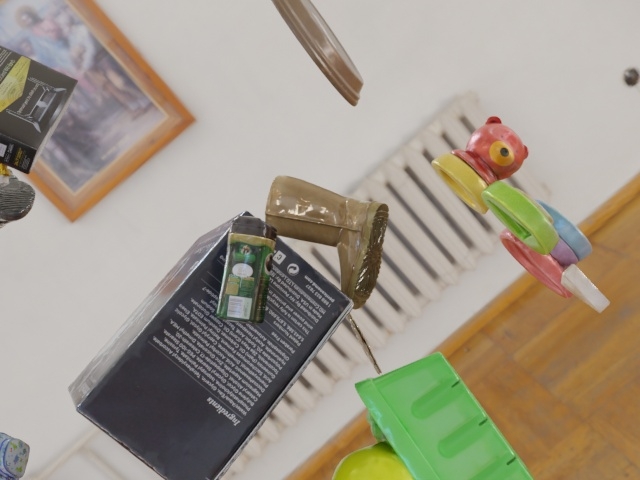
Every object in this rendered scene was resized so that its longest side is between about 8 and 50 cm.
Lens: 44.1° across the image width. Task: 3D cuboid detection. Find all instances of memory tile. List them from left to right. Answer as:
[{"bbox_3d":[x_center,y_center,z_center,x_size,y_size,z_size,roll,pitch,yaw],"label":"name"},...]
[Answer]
[{"bbox_3d":[0.100,0.238,1.845,0.012,0.148,0.113,-28,30,-4],"label":"memory tile"}]

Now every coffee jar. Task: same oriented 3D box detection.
[{"bbox_3d":[-0.127,0.051,1.374,0.096,0.079,0.184,36,-117,-78],"label":"coffee jar"}]

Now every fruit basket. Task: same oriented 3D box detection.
[{"bbox_3d":[0.160,0.424,1.441,0.392,0.392,0.283,-42,-15,2],"label":"fruit basket"}]

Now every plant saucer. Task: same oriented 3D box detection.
[{"bbox_3d":[-0.008,-0.348,1.329,0.041,0.277,0.278,-34,17,13],"label":"plant saucer"}]

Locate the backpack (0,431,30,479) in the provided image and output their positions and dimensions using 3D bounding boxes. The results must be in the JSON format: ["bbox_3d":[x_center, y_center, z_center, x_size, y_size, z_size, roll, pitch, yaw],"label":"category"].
[{"bbox_3d":[-0.731,0.495,1.816,0.084,0.114,0.105,-14,51,21],"label":"backpack"}]

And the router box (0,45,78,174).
[{"bbox_3d":[-0.710,-0.309,1.768,0.081,0.243,0.308,-55,19,36],"label":"router box"}]

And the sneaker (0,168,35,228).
[{"bbox_3d":[-0.815,-0.085,2.037,0.330,0.123,0.146,34,121,53],"label":"sneaker"}]

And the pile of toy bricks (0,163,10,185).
[{"bbox_3d":[-0.801,-0.151,1.754,0.212,0.105,0.118,-19,-19,23],"label":"pile of toy bricks"}]

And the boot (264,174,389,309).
[{"bbox_3d":[0.000,0.000,1.658,0.270,0.089,0.236,14,89,32],"label":"boot"}]

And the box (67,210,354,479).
[{"bbox_3d":[-0.249,0.228,1.642,0.471,0.297,0.480,-53,11,-17],"label":"box"}]

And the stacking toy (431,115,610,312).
[{"bbox_3d":[0.348,-0.047,1.237,0.130,0.309,0.279,-45,20,1],"label":"stacking toy"}]
